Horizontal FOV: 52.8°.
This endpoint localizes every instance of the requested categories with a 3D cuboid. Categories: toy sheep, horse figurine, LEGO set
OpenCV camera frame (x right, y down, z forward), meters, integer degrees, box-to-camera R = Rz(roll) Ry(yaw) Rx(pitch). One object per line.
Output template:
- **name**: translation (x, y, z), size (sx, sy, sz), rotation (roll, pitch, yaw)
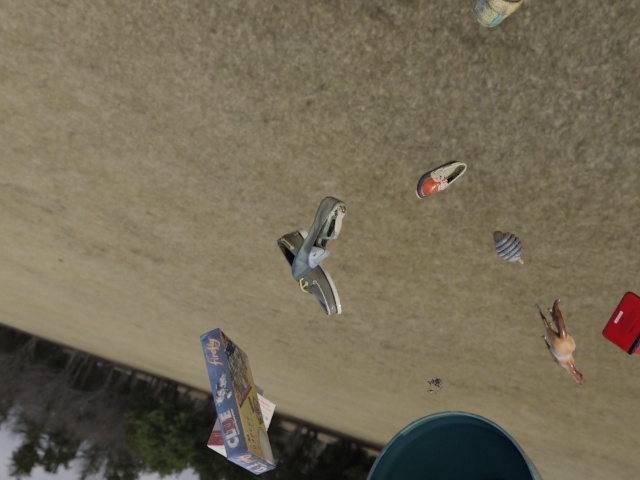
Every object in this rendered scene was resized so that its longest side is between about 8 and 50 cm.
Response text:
- **toy sheep**: translation (0.582, 0.021, 1.988), size (0.132, 0.091, 0.091), rotation (44, 164, 0)
- **horse figurine**: translation (0.654, 0.274, 1.765), size (0.066, 0.174, 0.263), rotation (-22, 136, 4)
- **LEGO set**: translation (0.364, 0.453, 2.033), size (0.054, 0.024, 0.083), rotation (6, -158, 7)

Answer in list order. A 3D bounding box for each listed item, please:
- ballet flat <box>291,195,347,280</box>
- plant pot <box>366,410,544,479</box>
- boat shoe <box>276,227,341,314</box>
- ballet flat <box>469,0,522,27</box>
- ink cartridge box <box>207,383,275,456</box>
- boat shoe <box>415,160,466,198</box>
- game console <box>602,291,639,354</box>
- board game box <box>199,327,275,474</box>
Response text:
- **ballet flat**: translation (0.000, 0.000, 1.487), size (0.068, 0.213, 0.072), rotation (21, 175, 31)
- **plant pot**: translation (0.233, 0.434, 0.978), size (0.293, 0.293, 0.196), rotation (4, 153, 48)
- **boat shoe**: translation (-0.033, 0.100, 1.903), size (0.109, 0.091, 0.305), rotation (97, 149, -57)
- **ballet flat**: translation (0.347, -0.583, 1.331), size (0.123, 0.349, 0.123), rotation (2, 153, 1)
- **ink cartridge box**: translation (-0.187, 0.438, 1.598), size (0.067, 0.198, 0.115), rotation (-16, 134, 40)
- **boat shoe**: translation (0.256, -0.131, 1.371), size (0.043, 0.137, 0.049), rotation (8, 125, 51)
- **game console**: translation (0.781, 0.200, 1.562), size (0.085, 0.144, 0.124), rotation (-16, -137, -40)
- **board game box**: translation (-0.158, 0.307, 1.230), size (0.042, 0.243, 0.165), rotation (-22, 148, 3)
